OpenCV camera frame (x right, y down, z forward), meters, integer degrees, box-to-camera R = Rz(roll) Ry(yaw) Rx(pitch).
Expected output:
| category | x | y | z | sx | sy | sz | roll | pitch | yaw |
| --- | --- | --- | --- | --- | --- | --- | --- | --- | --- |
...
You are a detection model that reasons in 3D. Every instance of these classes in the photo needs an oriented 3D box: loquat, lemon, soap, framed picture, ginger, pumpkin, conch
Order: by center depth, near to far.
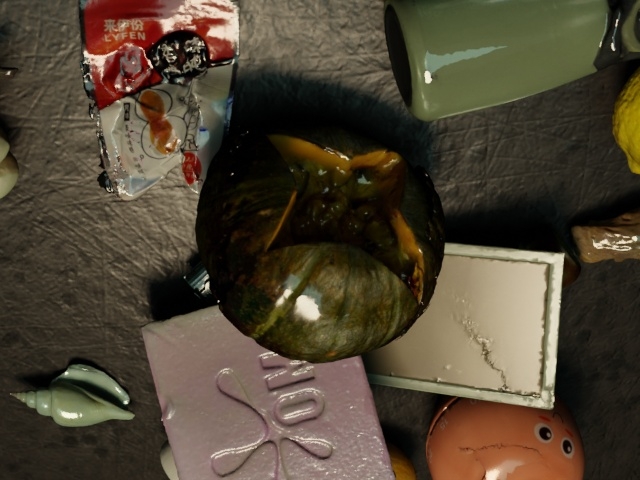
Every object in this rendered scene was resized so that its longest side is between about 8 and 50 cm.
| category | x | y | z | sx | sy | sz | roll | pitch | yaw |
| --- | --- | --- | --- | --- | --- | --- | --- | --- | --- |
| pumpkin | 0.000 | 0.000 | 1.112 | 0.320 | 0.321 | 0.192 | 19 | 140 | -14 |
| lemon | 0.460 | -0.163 | 1.132 | 0.180 | 0.181 | 0.193 | 20 | 135 | -15 |
| ginger | 0.475 | -0.053 | 1.242 | 0.290 | 0.084 | 0.122 | -37 | 120 | 15 |
| soap | -0.073 | 0.217 | 1.250 | 0.285 | 0.107 | 0.296 | -17 | 84 | -1 |
| framed picture | 0.181 | 0.109 | 1.267 | 0.293 | 0.018 | 0.231 | 6 | 109 | 18 |
| conch | -0.361 | 0.228 | 1.347 | 0.180 | 0.088 | 0.065 | 9 | 161 | -17 |
| loquat | 0.083 | 0.372 | 1.415 | 0.141 | 0.141 | 0.141 | -2 | 119 | -4 |

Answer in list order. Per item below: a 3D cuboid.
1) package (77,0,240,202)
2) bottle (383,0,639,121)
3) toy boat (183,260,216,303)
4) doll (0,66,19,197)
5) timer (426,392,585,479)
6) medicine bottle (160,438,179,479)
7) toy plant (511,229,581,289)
| category | x | y | z | sx | sy | sz | roll | pitch | yaw |
| --- | --- | --- | --- | --- | --- | --- | --- | --- | --- |
| package | -0.195 | -0.173 | 1.137 | 0.194 | 0.071 | 0.270 | -4 | 108 | -10 |
| bottle | 0.256 | -0.254 | 1.071 | 0.346 | 0.168 | 0.169 | -13 | 119 | -1 |
| toy boat | -0.117 | 0.024 | 1.252 | 0.141 | 0.060 | 0.055 | -40 | 113 | 8 |
| doll | -0.520 | -0.142 | 1.062 | 0.329 | 0.235 | 0.174 | 0 | 76 | -14 |
| timer | 0.271 | 0.313 | 1.350 | 0.229 | 0.215 | 0.230 | -2 | 118 | -4 |
| medicine bottle | -0.148 | 0.291 | 1.367 | 0.105 | 0.105 | 0.168 | 39 | 109 | -22 |
| toy plant | 0.278 | 0.059 | 1.283 | 0.162 | 0.093 | 0.093 | -39 | 115 | 16 |
